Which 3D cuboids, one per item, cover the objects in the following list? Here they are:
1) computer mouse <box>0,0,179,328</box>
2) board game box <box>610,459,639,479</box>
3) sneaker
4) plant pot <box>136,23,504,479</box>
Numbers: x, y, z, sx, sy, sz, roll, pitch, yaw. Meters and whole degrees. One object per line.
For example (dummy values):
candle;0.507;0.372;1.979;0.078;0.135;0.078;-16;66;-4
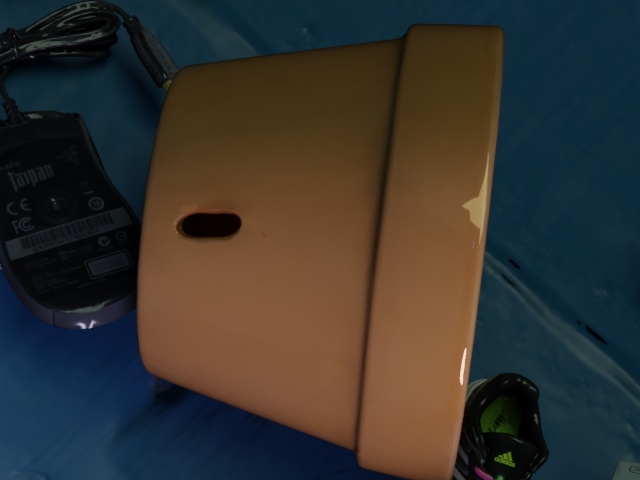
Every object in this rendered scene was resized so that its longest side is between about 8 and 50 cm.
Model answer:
computer mouse;-0.161;-0.051;1.184;0.184;0.060;0.262;-22;61;-22
board game box;0.253;0.260;1.017;0.224;0.098;0.303;6;27;20
sneaker;0.113;0.160;1.155;0.063;0.075;0.170;19;60;-8
plant pot;0.000;0.000;1.099;0.203;0.291;0.291;6;61;3
